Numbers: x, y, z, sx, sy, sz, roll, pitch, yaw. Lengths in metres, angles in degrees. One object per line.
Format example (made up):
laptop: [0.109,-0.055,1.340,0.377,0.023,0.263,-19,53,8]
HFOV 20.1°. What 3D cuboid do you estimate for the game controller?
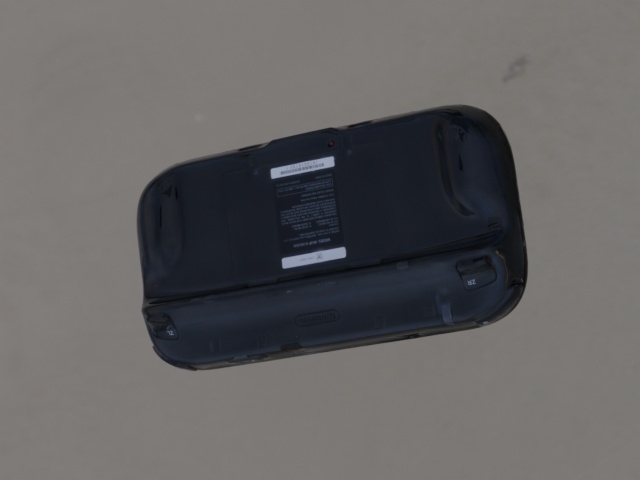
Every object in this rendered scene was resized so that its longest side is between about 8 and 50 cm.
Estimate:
game controller: [0.000,0.000,1.364,0.319,0.067,0.166,-10,74,25]
